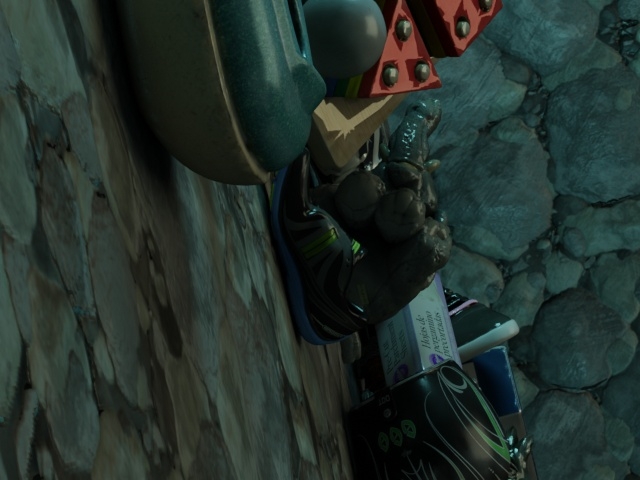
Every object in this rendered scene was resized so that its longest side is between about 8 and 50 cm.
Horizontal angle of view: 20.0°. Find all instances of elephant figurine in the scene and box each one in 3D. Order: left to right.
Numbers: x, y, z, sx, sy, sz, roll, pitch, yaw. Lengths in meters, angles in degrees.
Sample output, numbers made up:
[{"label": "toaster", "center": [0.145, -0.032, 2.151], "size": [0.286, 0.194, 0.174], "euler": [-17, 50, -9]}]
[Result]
[{"label": "elephant figurine", "center": [0.073, -0.018, 1.893], "size": [0.169, 0.186, 0.239], "euler": [55, 18, -6]}]

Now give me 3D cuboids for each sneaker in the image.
[{"label": "sneaker", "center": [0.000, 0.000, 1.618], "size": [0.067, 0.078, 0.188], "euler": [-83, 160, -73]}, {"label": "sneaker", "center": [0.041, -0.046, 2.016], "size": [0.235, 0.094, 0.153], "euler": [88, -15, -61]}, {"label": "sneaker", "center": [0.125, 0.071, 2.197], "size": [0.296, 0.104, 0.147], "euler": [-5, -73, 63]}]

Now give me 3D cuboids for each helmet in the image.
[{"label": "helmet", "center": [0.118, 0.221, 1.892], "size": [0.161, 0.169, 0.169], "euler": [63, 4, 8]}]

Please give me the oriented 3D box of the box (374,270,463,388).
[{"label": "box", "center": [0.099, 0.065, 2.082], "size": [0.063, 0.067, 0.324], "euler": [24, 34, -26]}]

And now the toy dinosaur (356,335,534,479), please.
[{"label": "toy dinosaur", "center": [0.118, 0.268, 2.053], "size": [0.218, 0.164, 0.322], "euler": [27, 61, -51]}]

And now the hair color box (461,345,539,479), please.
[{"label": "hair color box", "center": [0.186, 0.281, 2.338], "size": [0.347, 0.174, 0.105], "euler": [71, 8, -53]}]

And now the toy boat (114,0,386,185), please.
[{"label": "toy boat", "center": [-0.043, -0.161, 1.206], "size": [0.318, 0.148, 0.267], "euler": [44, 34, -79]}]

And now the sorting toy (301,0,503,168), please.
[{"label": "sorting toy", "center": [0.052, -0.243, 1.713], "size": [0.255, 0.089, 0.257], "euler": [-49, 126, -33]}]
